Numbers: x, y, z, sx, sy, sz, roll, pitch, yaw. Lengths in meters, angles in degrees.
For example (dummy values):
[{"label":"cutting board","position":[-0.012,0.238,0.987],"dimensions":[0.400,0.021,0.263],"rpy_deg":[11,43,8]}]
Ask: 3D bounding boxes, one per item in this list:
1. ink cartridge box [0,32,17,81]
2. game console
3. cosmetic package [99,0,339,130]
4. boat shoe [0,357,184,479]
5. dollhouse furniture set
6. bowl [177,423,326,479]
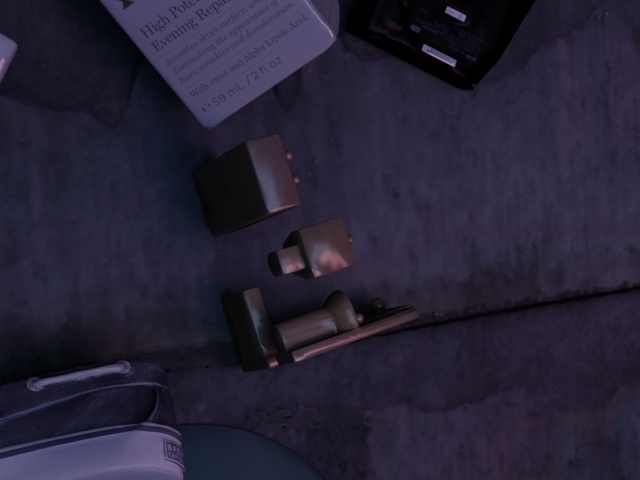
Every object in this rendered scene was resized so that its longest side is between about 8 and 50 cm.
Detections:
[{"label":"ink cartridge box","position":[-0.386,-0.124,0.733],"dimensions":[0.371,0.069,0.175],"rpy_deg":[27,88,-26]},{"label":"game console","position":[0.023,-0.272,0.899],"dimensions":[0.361,0.044,0.213],"rpy_deg":[24,86,-24]},{"label":"cosmetic package","position":[-0.098,-0.201,0.811],"dimensions":[0.117,0.085,0.231],"rpy_deg":[-33,113,18]},{"label":"boat shoe","position":[-0.244,0.137,0.813],"dimensions":[0.301,0.108,0.102],"rpy_deg":[-11,62,-4]},{"label":"dollhouse furniture set","position":[0.000,0.000,0.886],"dimensions":[0.123,0.144,0.151],"rpy_deg":[-18,90,-25]},{"label":"bowl","position":[-0.079,0.300,0.870],"dimensions":[0.312,0.163,0.311],"rpy_deg":[-3,99,-22]}]
